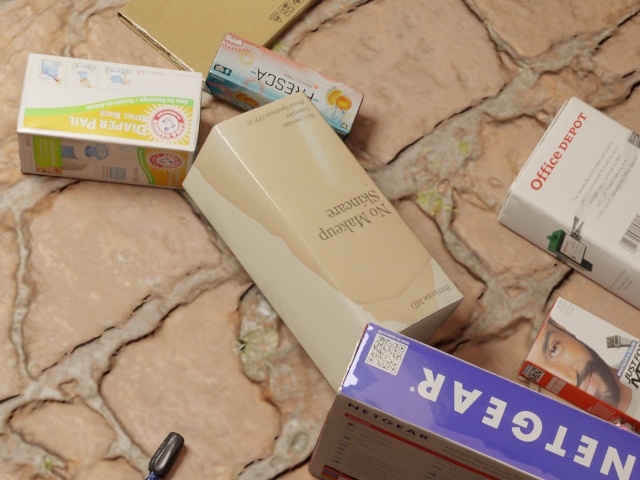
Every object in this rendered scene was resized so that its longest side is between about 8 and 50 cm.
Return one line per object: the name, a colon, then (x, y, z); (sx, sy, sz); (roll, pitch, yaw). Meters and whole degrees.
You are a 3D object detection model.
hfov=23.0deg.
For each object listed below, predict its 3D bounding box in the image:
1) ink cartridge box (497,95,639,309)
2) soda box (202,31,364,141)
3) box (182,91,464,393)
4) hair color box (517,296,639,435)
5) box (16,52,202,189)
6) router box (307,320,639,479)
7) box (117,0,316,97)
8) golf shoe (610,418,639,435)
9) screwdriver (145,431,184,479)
ink cartridge box: (0.343, -0.042, 1.855); (0.219, 0.092, 0.160); (33, 67, 8)
soda box: (-0.044, -0.177, 1.873); (0.183, 0.058, 0.063); (24, 67, -4)
box: (0.000, 0.000, 1.762); (0.148, 0.121, 0.311); (-27, 71, -38)
hair color box: (0.322, 0.147, 1.793); (0.167, 0.053, 0.093); (28, 67, 7)
box: (-0.241, -0.135, 1.814); (0.203, 0.114, 0.103); (6, 66, -5)
router box: (0.167, 0.229, 1.603); (0.335, 0.301, 0.082); (23, 67, 3)
box: (-0.124, -0.293, 1.947); (0.164, 0.021, 0.201); (39, 68, 10)
golf shoe: (0.360, 0.290, 1.732); (0.086, 0.067, 0.186); (-37, 66, -14)
screwdriver: (-0.193, 0.281, 1.691); (0.025, 0.024, 0.170); (13, 64, 30)
